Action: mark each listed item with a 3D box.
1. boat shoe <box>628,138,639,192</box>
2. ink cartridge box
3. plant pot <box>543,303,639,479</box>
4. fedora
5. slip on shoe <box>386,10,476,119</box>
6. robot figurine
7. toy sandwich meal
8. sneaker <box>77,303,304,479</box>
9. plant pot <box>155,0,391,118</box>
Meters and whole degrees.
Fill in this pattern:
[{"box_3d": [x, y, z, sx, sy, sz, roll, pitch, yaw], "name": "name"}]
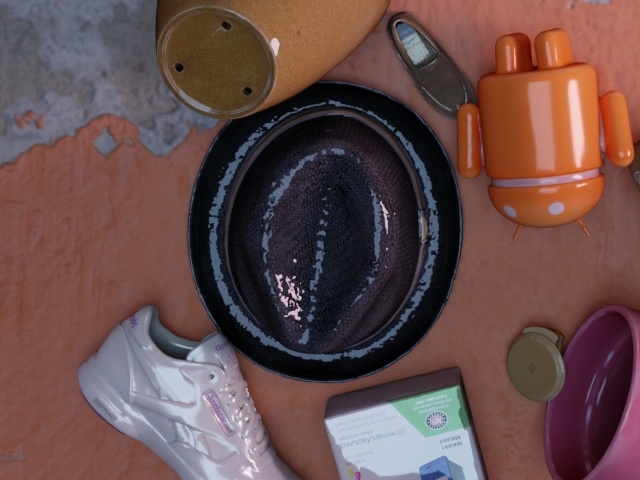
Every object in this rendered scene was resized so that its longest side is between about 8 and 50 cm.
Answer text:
[{"box_3d": [0.428, 0.016, 1.787, 0.120, 0.122, 0.324, -21, 97, 38], "name": "boat shoe"}, {"box_3d": [0.105, 0.264, 1.847, 0.154, 0.093, 0.212, -14, 99, 5], "name": "ink cartridge box"}, {"box_3d": [0.359, 0.187, 1.777, 0.180, 0.201, 0.201, 18, 100, -14], "name": "plant pot"}, {"box_3d": [0.000, 0.000, 1.783, 0.334, 0.152, 0.334, 1, 98, 4], "name": "fedora"}, {"box_3d": [0.118, -0.185, 1.803, 0.051, 0.041, 0.135, -32, 95, 8], "name": "slip on shoe"}, {"box_3d": [0.233, -0.109, 1.763, 0.158, 0.128, 0.219, -9, 98, -17], "name": "robot figurine"}, {"box_3d": [0.238, 0.134, 1.839, 0.085, 0.029, 0.085, 12, 108, 41], "name": "toy sandwich meal"}, {"box_3d": [-0.115, 0.194, 1.834, 0.305, 0.114, 0.152, 38, 105, -2], "name": "sneaker"}, {"box_3d": [-0.068, -0.230, 1.664, 0.237, 0.254, 0.237, 8, 123, 12], "name": "plant pot"}]
